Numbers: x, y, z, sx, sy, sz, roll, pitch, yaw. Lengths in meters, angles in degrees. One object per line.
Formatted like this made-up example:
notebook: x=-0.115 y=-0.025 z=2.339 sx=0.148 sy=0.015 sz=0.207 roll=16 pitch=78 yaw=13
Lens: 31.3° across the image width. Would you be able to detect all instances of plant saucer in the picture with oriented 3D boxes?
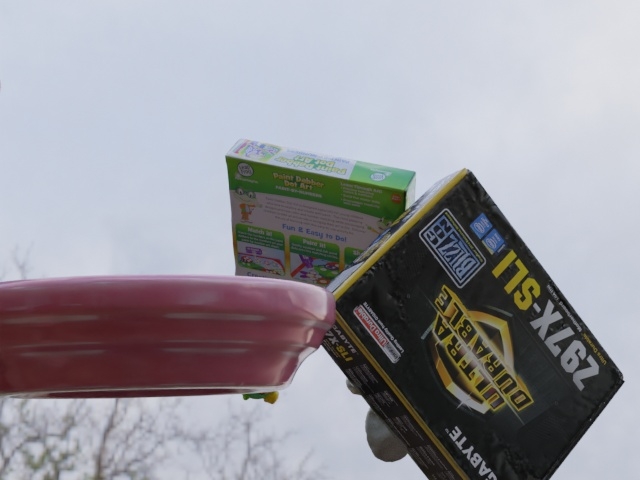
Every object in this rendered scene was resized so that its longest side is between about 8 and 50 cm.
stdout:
plant saucer: x=-0.152 y=0.089 z=0.960 sx=0.332 sy=0.084 sz=0.332 roll=-2 pitch=-8 yaw=0

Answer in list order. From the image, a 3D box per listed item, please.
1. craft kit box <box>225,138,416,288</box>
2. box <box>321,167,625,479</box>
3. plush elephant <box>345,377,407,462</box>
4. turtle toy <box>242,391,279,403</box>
craft kit box: x=0.000 y=0.000 z=1.529 sx=0.249 sy=0.061 sz=0.247 roll=13 pitch=-50 yaw=17
box: x=0.167 y=0.120 z=1.279 sx=0.322 sy=0.257 sz=0.079 roll=52 pitch=-32 yaw=-7
plush elephant: x=0.186 y=0.280 z=2.045 sx=0.271 sy=0.256 sz=0.330 roll=-5 pitch=-28 yaw=0
turtle toy: x=-0.093 y=0.190 z=1.787 sx=0.095 sy=0.130 sz=0.066 roll=23 pitch=-19 yaw=0
